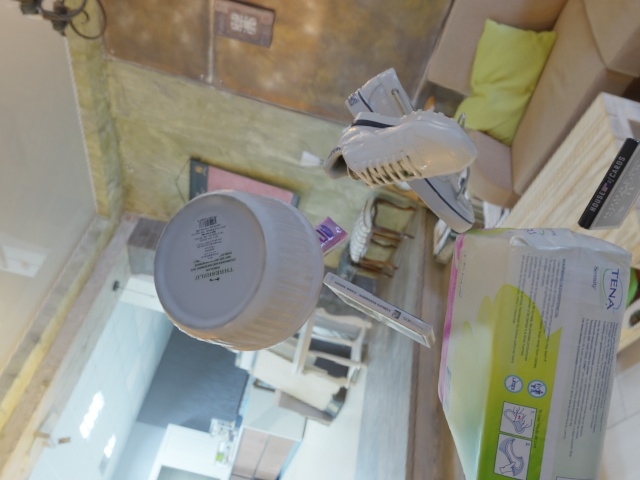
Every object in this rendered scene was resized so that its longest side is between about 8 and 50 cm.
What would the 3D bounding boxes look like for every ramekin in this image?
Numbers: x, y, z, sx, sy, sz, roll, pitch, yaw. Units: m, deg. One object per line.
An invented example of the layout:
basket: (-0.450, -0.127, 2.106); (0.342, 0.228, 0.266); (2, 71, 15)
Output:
ramekin: (-0.110, 0.034, 0.652); (0.109, 0.207, 0.207); (24, -100, -62)

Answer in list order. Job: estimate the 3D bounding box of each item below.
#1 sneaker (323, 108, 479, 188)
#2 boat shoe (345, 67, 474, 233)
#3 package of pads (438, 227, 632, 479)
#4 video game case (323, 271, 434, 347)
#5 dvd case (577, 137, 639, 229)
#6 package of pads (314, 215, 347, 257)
sneaker: (0.096, -0.105, 0.664); (0.095, 0.090, 0.235); (-46, 28, -16)
boat shoe: (0.218, -0.176, 0.986); (0.156, 0.367, 0.136); (-37, 22, 18)
package of pads: (0.192, 0.100, 0.524); (0.296, 0.101, 0.229); (-17, -66, -84)
video game case: (0.100, 0.117, 0.837); (0.022, 0.173, 0.190); (-61, -20, -8)
dvd case: (0.601, -0.105, 1.038); (0.238, 0.029, 0.179); (-4, -59, -49)
package of pads: (0.000, 0.000, 0.878); (0.083, 0.050, 0.032); (-37, -28, -24)
